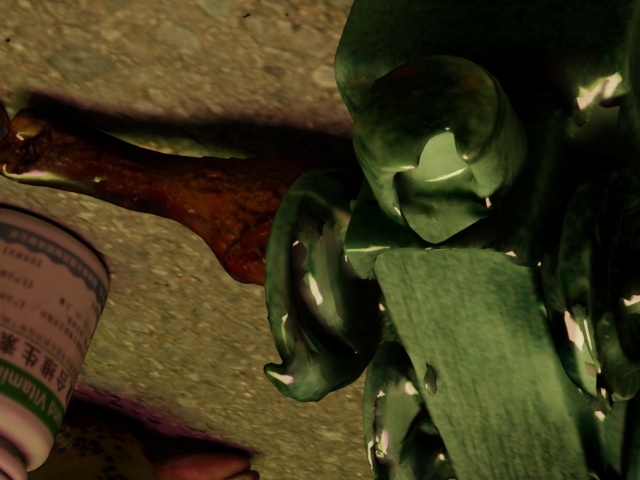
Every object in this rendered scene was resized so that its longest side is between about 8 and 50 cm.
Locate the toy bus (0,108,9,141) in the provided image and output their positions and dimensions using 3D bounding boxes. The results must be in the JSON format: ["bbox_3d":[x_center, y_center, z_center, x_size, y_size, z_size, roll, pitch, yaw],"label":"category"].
[{"bbox_3d":[-0.284,-0.064,0.958,0.192,0.065,0.077,2,159,25],"label":"toy bus"}]

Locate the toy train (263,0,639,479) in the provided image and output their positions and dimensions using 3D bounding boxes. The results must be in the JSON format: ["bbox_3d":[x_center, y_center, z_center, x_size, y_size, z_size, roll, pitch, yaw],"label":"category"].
[{"bbox_3d":[0.094,-0.001,0.685,0.166,0.238,0.299,3,146,25],"label":"toy train"}]

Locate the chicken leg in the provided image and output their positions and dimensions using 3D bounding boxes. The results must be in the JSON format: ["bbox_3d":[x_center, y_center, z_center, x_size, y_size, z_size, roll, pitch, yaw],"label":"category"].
[{"bbox_3d":[0.000,0.000,0.897,0.407,0.096,0.158,21,170,-4],"label":"chicken leg"}]

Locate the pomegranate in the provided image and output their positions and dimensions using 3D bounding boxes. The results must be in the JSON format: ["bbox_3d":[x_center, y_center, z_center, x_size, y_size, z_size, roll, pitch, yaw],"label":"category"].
[{"bbox_3d":[-0.171,0.240,1.316,0.247,0.214,0.214,-24,145,-3],"label":"pomegranate"}]

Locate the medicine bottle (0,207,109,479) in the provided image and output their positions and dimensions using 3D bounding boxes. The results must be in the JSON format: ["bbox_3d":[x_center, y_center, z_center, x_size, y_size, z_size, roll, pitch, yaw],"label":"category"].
[{"bbox_3d":[-0.243,0.105,1.045,0.139,0.237,0.139,13,149,8],"label":"medicine bottle"}]
